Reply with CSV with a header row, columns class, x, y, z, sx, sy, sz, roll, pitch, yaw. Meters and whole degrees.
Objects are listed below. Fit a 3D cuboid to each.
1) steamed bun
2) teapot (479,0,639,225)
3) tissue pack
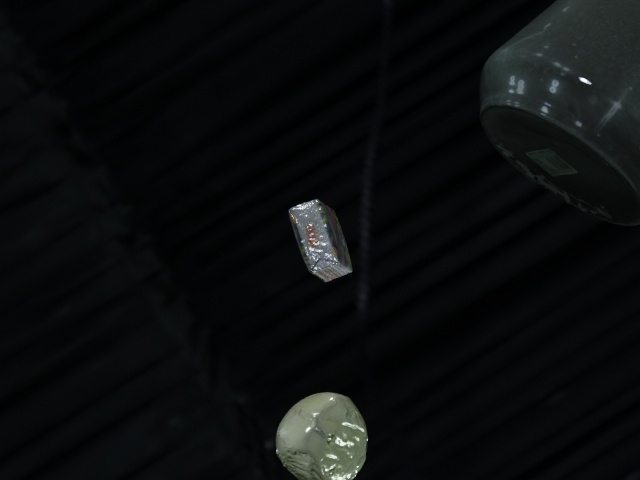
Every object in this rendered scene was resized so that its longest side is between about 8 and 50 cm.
class,x,y,z,sx,sy,sz,roll,pitch,yaw
steamed bun,0.000,0.241,2.337,0.091,0.112,0.130,21,-26,42
teapot,0.347,-0.202,2.020,0.253,0.344,0.300,35,-13,8
tissue pack,0.000,0.000,1.666,0.083,0.035,0.063,33,39,-77
